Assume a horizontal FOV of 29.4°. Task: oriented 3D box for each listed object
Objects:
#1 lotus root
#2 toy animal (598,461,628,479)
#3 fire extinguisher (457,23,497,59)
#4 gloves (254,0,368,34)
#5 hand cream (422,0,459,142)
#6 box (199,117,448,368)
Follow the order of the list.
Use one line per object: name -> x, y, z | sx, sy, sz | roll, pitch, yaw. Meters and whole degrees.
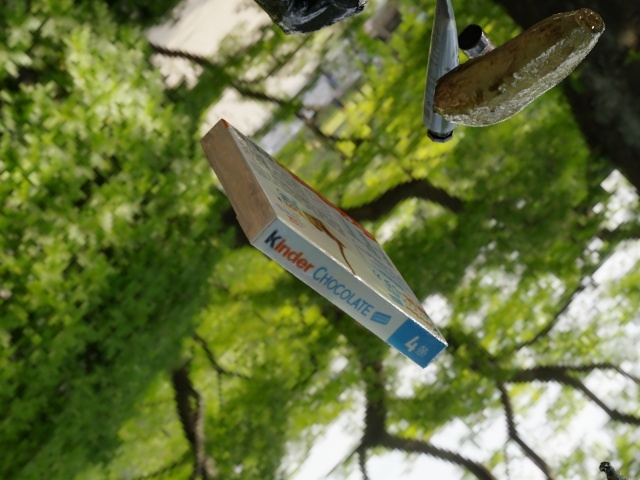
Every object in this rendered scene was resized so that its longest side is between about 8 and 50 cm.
lotus root -> 0.258, -0.221, 1.618 | 0.258, 0.097, 0.110 | -28, -174, 36
toy animal -> 0.568, 0.472, 2.214 | 0.094, 0.225, 0.121 | -73, 165, -73
fire extinguisher -> 0.282, -0.280, 1.969 | 0.050, 0.062, 0.177 | -51, 135, 2
gloves -> -0.046, -0.430, 1.724 | 0.197, 0.152, 0.301 | -25, 142, -9
hand cream -> 0.184, -0.259, 1.827 | 0.271, 0.058, 0.091 | 87, 1, -45
box -> 0.000, 0.000, 1.375 | 0.048, 0.273, 0.265 | -47, -150, 9
